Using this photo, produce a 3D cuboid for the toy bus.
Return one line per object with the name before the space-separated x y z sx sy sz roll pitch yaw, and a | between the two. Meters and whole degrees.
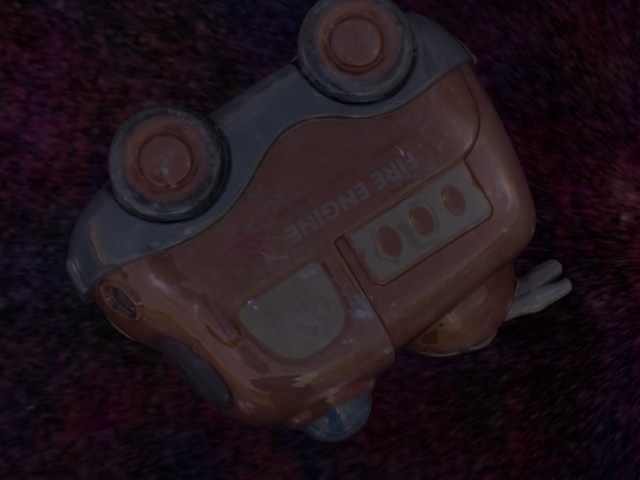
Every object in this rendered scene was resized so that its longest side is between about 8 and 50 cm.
toy bus | 0.000 0.000 1.134 0.294 0.197 0.232 -33 85 -11
